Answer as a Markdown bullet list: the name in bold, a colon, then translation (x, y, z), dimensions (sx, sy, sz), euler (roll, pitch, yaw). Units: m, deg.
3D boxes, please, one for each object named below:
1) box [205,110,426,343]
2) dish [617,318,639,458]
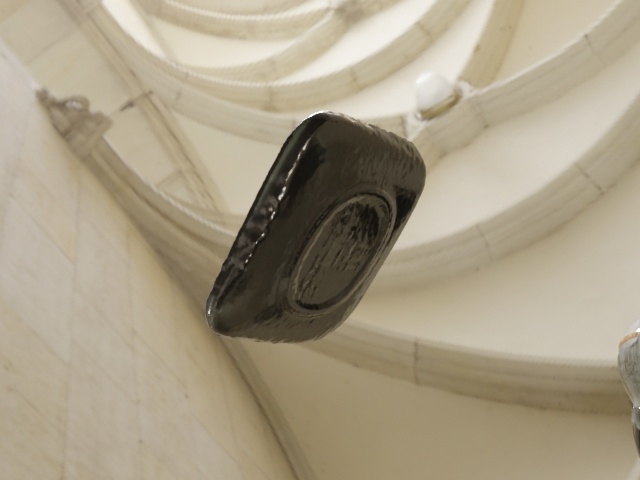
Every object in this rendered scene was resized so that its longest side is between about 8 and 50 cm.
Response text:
- **box**: translation (0.000, 0.000, 0.784), dimensions (0.042, 0.201, 0.213), euler (38, -74, 29)
- **dish**: translation (0.441, 0.232, 1.115), dimensions (0.134, 0.273, 0.273), euler (-46, -152, -5)
